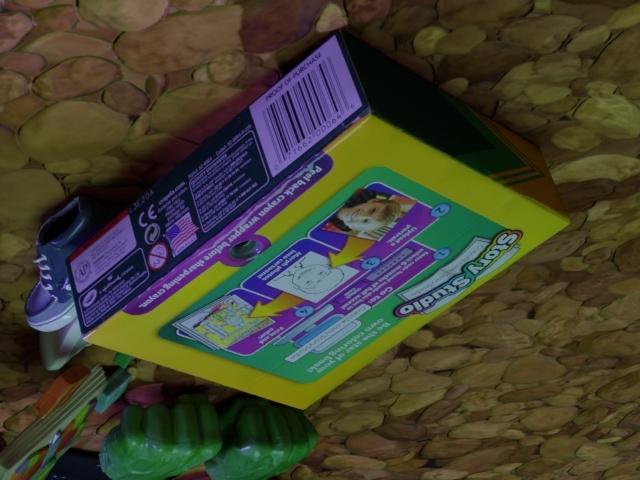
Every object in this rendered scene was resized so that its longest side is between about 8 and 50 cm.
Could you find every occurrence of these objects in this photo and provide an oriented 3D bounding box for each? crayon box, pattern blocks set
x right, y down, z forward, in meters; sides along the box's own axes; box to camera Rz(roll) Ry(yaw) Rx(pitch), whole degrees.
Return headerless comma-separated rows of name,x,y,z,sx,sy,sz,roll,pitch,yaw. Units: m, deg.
crayon box,0.000,0.000,1.407,0.363,0.106,0.313,-37,143,26
pattern blocks set,-0.306,0.226,1.639,0.325,0.026,0.285,-47,172,-28

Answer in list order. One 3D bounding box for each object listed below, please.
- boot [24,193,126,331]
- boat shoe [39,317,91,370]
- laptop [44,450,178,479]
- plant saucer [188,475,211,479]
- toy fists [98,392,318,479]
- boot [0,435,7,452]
boot,-0.255,0.019,1.467,0.086,0.069,0.190,23,129,-38
boat shoe,-0.249,0.083,1.587,0.063,0.066,0.184,2,144,-30
laptop,-0.354,0.404,2.059,0.234,0.136,0.264,16,143,-40
plant saucer,-0.148,0.385,2.190,0.200,0.037,0.200,-7,153,-4
toy fists,-0.137,0.250,1.889,0.279,0.096,0.142,8,157,-31
boot,-0.480,0.278,1.878,0.158,0.059,0.084,5,153,-27
